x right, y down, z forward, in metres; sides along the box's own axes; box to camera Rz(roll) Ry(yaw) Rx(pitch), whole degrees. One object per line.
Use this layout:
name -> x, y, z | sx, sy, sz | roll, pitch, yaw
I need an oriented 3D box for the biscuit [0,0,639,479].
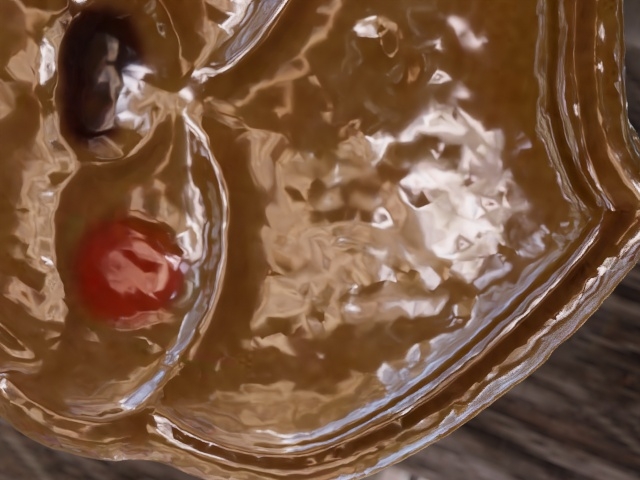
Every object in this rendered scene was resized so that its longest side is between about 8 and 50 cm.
biscuit -> -0.079, -0.076, 0.640 | 0.078, 0.455, 0.350 | -76, -174, -67
